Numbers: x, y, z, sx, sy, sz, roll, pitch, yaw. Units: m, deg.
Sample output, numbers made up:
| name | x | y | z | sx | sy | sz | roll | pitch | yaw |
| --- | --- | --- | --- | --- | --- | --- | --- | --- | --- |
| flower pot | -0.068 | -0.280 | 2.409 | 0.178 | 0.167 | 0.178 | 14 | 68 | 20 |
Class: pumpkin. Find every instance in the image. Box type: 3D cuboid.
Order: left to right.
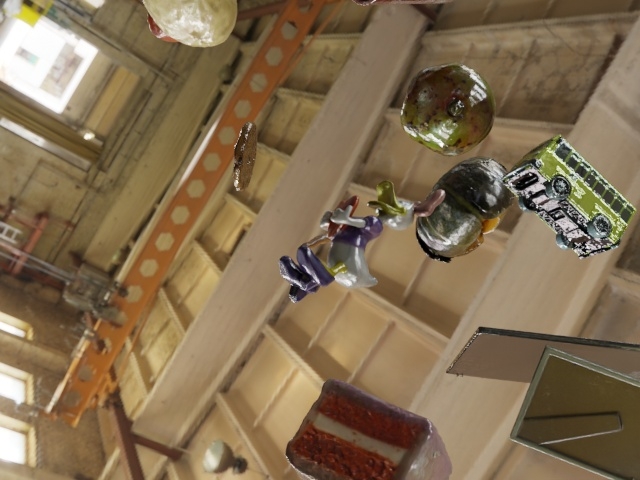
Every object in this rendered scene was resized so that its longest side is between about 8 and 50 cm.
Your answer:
| name | x | y | z | sx | sy | sz | roll | pitch | yaw |
| --- | --- | --- | --- | --- | --- | --- | --- | --- | --- |
| pumpkin | 0.404 | -0.091 | 1.848 | 0.192 | 0.320 | 0.320 | 46 | -71 | 17 |

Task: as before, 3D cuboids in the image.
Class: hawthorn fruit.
| name | x | y | z | sx | sy | sz | roll | pitch | yaw |
| --- | --- | --- | --- | --- | --- | --- | --- | --- | --- |
| hawthorn fruit | -0.331 | -0.506 | 1.500 | 0.128 | 0.128 | 0.128 | -40 | -147 | 33 |

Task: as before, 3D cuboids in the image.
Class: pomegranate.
| name | x | y | z | sx | sy | sz | roll | pitch | yaw |
| --- | --- | --- | --- | --- | --- | --- | --- | --- | --- |
| pomegranate | 0.214 | -0.228 | 1.137 | 0.159 | 0.159 | 0.205 | -49 | -172 | 20 |

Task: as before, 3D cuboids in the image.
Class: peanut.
| name | x | y | z | sx | sy | sz | roll | pitch | yaw |
| --- | --- | --- | --- | --- | --- | --- | --- | --- | --- |
| peanut | -0.195 | -0.354 | 0.975 | 0.109 | 0.159 | 0.140 | -51 | 178 | -5 |

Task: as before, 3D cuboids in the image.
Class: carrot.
| name | x | y | z | sx | sy | sz | roll | pitch | yaw |
| --- | --- | --- | --- | --- | --- | --- | --- | --- | --- |
| carrot | 0.000 | -0.002 | 2.096 | 0.035 | 0.165 | 0.036 | 23 | -58 | 44 |

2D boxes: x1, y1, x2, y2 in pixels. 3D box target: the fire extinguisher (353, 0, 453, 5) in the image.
| name | x | y | z | sx | sy | sz | roll | pitch | yaw |
| --- | --- | --- | --- | --- | --- | --- | --- | --- | --- |
| fire extinguisher | 0.153 | -0.416 | 1.037 | 0.104 | 0.269 | 0.105 | 20 | -61 | 41 |

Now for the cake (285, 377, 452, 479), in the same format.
| name | x | y | z | sx | sy | sz | roll | pitch | yaw |
| --- | --- | --- | --- | --- | --- | --- | --- | --- | --- |
| cake | 0.110 | 0.483 | 1.469 | 0.308 | 0.230 | 0.237 | 14 | -122 | 37 |

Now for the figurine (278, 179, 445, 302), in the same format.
| name | x | y | z | sx | sy | sz | roll | pitch | yaw |
| --- | --- | --- | --- | --- | --- | --- | --- | --- | --- |
| figurine | 0.098 | -0.006 | 1.490 | 0.421 | 0.193 | 0.154 | -45 | -171 | -25 |

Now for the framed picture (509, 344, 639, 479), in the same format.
| name | x | y | z | sx | sy | sz | roll | pitch | yaw |
| --- | --- | --- | --- | --- | --- | --- | --- | --- | --- |
| framed picture | 0.381 | 0.244 | 0.904 | 0.015 | 0.203 | 0.150 | -31 | 139 | -71 |

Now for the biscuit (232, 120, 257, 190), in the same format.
| name | x | y | z | sx | sy | sz | roll | pitch | yaw |
| --- | --- | --- | --- | --- | --- | --- | --- | --- | --- |
| biscuit | -0.223 | -0.250 | 1.957 | 0.212 | 0.036 | 0.212 | 10 | 90 | -87 |

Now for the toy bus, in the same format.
| name | x | y | z | sx | sy | sz | roll | pitch | yaw |
| --- | --- | --- | --- | --- | --- | --- | --- | --- | --- |
| toy bus | 0.538 | -0.099 | 1.442 | 0.150 | 0.262 | 0.128 | -49 | -175 | -24 |

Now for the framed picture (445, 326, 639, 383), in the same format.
| name | x | y | z | sx | sy | sz | roll | pitch | yaw |
| --- | --- | --- | --- | --- | --- | --- | --- | --- | --- |
| framed picture | 0.402 | 0.207 | 1.110 | 0.255 | 0.338 | 0.014 | 92 | 4 | -64 |
